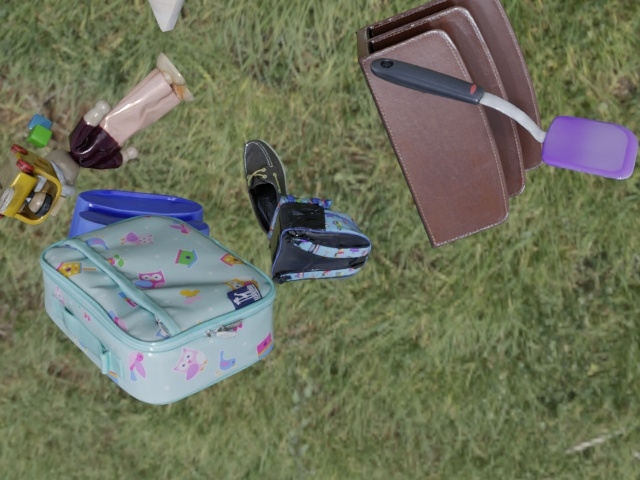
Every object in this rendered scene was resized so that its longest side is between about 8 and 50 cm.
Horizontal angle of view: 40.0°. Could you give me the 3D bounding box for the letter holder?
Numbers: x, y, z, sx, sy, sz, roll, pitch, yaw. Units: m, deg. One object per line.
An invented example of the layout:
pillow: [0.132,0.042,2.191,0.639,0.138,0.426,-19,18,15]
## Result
letter holder: [0.203,-0.179,1.243,0.214,0.152,0.301,-19,116,11]

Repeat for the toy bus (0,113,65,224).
toy bus: [-0.471,-0.080,1.427,0.104,0.202,0.191,30,141,-30]

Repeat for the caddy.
caddy: [-0.392,0.016,1.895,0.341,0.241,0.179,5,113,-17]

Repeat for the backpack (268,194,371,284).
backpack: [0.000,0.000,1.617,0.173,0.117,0.158,3,140,-13]

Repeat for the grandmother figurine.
grandmother figurine: [-0.400,-0.201,1.660,0.342,0.104,0.208,-39,150,-8]

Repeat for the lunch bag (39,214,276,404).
lunch bag: [-0.202,0.074,1.078,0.279,0.224,0.107,30,125,38]

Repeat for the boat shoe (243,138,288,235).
boat shoe: [-0.112,-0.110,1.821,0.081,0.227,0.069,-24,169,20]

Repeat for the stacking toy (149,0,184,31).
stacking toy: [-0.243,-0.536,1.477,0.279,0.130,0.309,53,134,7]

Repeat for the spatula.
spatula: [0.192,-0.140,0.941,0.296,0.084,0.030,23,144,5]
